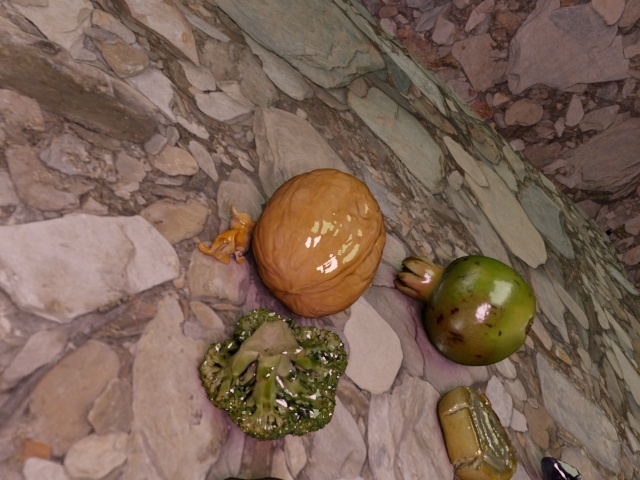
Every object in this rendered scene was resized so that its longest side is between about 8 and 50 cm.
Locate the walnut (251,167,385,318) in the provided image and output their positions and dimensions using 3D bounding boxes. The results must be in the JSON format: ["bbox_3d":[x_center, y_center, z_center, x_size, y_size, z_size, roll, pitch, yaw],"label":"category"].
[{"bbox_3d":[0.000,0.000,0.714,0.193,0.193,0.225,45,33,-7],"label":"walnut"}]

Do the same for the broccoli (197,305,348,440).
[{"bbox_3d":[-0.053,0.147,0.567,0.162,0.138,0.145,7,46,9],"label":"broccoli"}]

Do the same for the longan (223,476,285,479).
[{"bbox_3d":[-0.059,0.270,0.467,0.113,0.092,0.113,11,39,-10],"label":"longan"}]

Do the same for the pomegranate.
[{"bbox_3d":[0.252,0.120,0.893,0.241,0.190,0.159,46,58,-7],"label":"pomegranate"}]

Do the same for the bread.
[{"bbox_3d":[0.248,0.309,0.804,0.117,0.064,0.156,16,48,-42],"label":"bread"}]

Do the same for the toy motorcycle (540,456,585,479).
[{"bbox_3d":[0.494,0.516,0.858,0.307,0.108,0.173,44,25,-7],"label":"toy motorcycle"}]

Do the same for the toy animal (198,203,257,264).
[{"bbox_3d":[-0.127,-0.011,0.703,0.081,0.060,0.083,-2,51,-6],"label":"toy animal"}]
